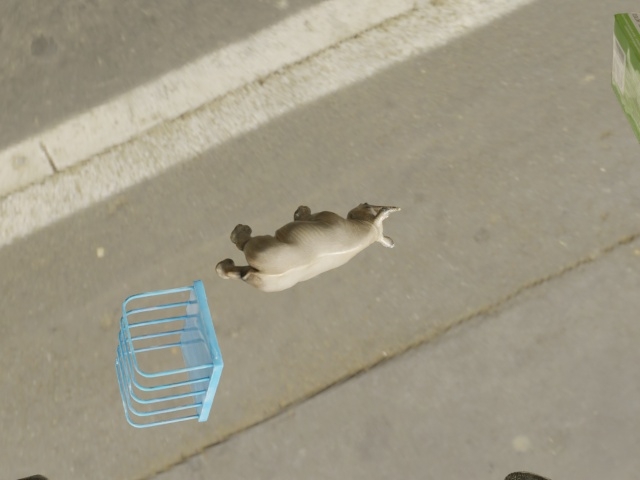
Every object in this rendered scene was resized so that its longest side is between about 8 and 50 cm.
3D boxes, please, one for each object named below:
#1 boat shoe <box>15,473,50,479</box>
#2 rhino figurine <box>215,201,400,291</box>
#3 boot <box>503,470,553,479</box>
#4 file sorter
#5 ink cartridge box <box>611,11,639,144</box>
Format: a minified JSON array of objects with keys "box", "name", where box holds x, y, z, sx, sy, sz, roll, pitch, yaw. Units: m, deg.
[{"box":[-0.222,0.404,1.158,0.127,0.158,0.340,-34,106,-17],"name":"boat shoe"},{"box":[0.000,0.000,1.401,0.243,0.106,0.073,-20,114,-29],"name":"rhino figurine"},{"box":[0.318,0.352,1.594,0.137,0.198,0.076,-3,74,-18],"name":"boot"},{"box":[-0.193,0.147,1.443,0.105,0.118,0.170,-8,151,-18],"name":"file sorter"},{"box":[0.471,-0.187,1.297,0.255,0.188,0.097,-4,121,3],"name":"ink cartridge box"}]
